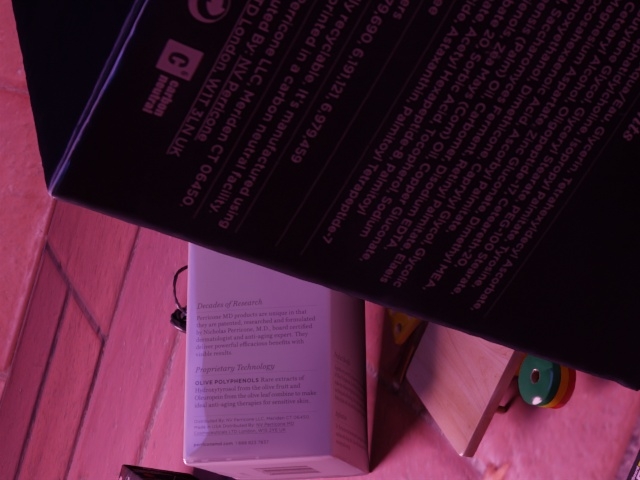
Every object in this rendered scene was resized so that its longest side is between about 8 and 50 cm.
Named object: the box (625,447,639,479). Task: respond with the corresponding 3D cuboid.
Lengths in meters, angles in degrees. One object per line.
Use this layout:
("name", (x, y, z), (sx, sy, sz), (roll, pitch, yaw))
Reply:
("box", (0.289, 0.135, 0.755), (0.190, 0.045, 0.184), (-71, 24, 13))

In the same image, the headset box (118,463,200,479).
("headset box", (-0.187, 0.425, 1.508), (0.293, 0.110, 0.218), (6, 83, 64))

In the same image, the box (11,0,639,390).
("box", (0.043, -0.187, 0.894), (0.297, 0.472, 0.480), (-60, 29, 21))

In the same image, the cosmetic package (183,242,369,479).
("cosmetic package", (-0.038, 0.053, 1.218), (0.197, 0.155, 0.365), (52, -146, -68))

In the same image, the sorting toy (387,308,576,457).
("sorting toy", (0.141, 0.101, 1.069), (0.132, 0.046, 0.274), (-68, 27, 19))

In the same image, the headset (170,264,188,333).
("headset", (-0.079, -0.056, 1.497), (0.243, 0.185, 0.394), (124, 169, -75))
